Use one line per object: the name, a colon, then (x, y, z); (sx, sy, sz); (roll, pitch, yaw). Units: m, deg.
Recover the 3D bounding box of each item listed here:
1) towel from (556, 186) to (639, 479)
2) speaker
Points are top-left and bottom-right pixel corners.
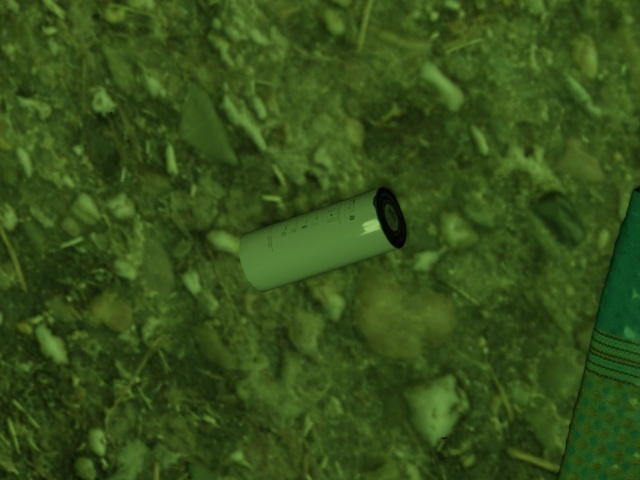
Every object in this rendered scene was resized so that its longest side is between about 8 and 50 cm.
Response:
towel: (0.336, 0.151, 1.319); (0.271, 0.040, 0.370); (18, 112, 17)
speaker: (0.000, 0.000, 1.396); (0.136, 0.055, 0.055); (-19, 97, 24)
